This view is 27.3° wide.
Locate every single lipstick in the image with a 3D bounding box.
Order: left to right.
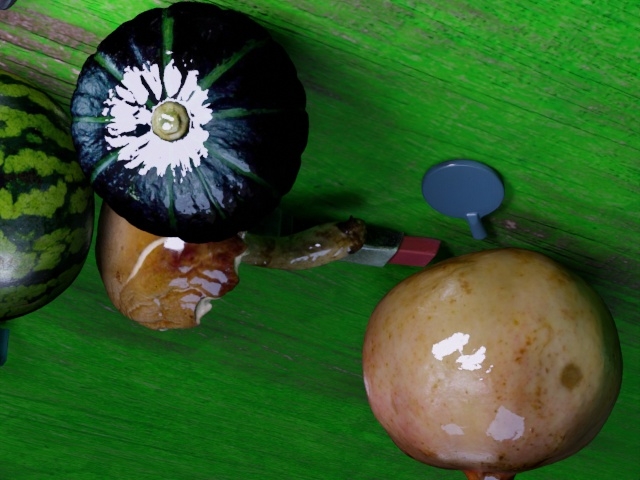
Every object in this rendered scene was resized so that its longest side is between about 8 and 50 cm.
[{"bbox_3d":[0.000,0.000,1.685,0.312,0.051,0.051,9,144,-8],"label":"lipstick"}]

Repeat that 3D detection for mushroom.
[{"bbox_3d":[-0.117,0.023,1.552,0.301,0.208,0.233,34,121,-21],"label":"mushroom"}]

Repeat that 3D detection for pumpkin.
[{"bbox_3d":[-0.128,-0.122,1.383,0.248,0.248,0.248,3,147,2],"label":"pumpkin"}]

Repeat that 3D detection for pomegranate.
[{"bbox_3d":[0.217,0.179,1.687,0.338,0.338,0.338,3,147,2],"label":"pomegranate"}]

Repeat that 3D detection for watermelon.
[{"bbox_3d":[-0.387,-0.053,1.446,0.285,0.285,0.285,3,147,2],"label":"watermelon"}]

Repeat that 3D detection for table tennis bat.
[{"bbox_3d":[0.180,-0.050,1.618,0.100,0.019,0.155,-8,143,18],"label":"table tennis bat"}]

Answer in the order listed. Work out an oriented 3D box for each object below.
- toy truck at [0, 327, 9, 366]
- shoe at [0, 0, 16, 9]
[{"bbox_3d":[-0.558,0.161,1.952,0.216,0.110,0.116,-9,156,19],"label":"toy truck"},{"bbox_3d":[-0.376,-0.253,1.327,0.169,0.071,0.099,-3,149,4],"label":"shoe"}]
